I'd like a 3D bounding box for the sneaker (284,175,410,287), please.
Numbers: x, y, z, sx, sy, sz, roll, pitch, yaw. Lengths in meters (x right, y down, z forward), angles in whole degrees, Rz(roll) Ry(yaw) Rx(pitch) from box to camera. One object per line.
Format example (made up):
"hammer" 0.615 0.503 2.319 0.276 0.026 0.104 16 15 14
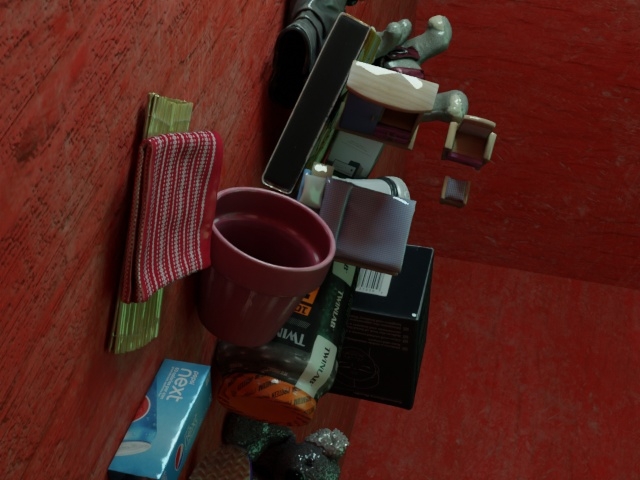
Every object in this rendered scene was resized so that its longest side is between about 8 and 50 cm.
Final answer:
"sneaker" 0.000 0.000 2.096 0.366 0.210 0.137 -51 -136 35

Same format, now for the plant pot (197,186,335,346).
"plant pot" -0.097 0.050 1.581 0.201 0.201 0.180 -65 177 -59

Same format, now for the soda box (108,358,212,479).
"soda box" -0.210 0.256 1.425 0.210 0.071 0.067 -68 164 -51

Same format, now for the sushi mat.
"sushi mat" -0.209 -0.021 1.317 0.151 0.019 0.317 -12 112 -81

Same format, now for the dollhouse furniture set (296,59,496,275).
"dollhouse furniture set" 0.113 -0.078 1.671 0.198 0.286 0.303 108 -3 -78

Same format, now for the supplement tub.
"supplement tub" -0.055 0.128 1.804 0.207 0.207 0.338 80 21 -63

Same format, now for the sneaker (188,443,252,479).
"sneaker" -0.179 0.476 1.778 0.146 0.102 0.293 32 73 -84

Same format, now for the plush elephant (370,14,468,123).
"plush elephant" 0.117 -0.380 2.260 0.255 0.330 0.272 40 44 -53

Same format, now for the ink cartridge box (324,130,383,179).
"ink cartridge box" 0.081 -0.197 2.119 0.160 0.092 0.219 -60 177 -40

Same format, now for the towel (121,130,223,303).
"towel" -0.178 -0.036 1.333 0.275 0.031 0.199 -35 133 -77

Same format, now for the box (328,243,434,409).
"box" 0.100 0.190 2.517 0.395 0.293 0.212 88 15 -51

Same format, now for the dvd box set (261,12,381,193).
"dvd box set" 0.011 -0.245 1.915 0.308 0.062 0.420 -64 178 9

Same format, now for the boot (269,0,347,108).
"boot" -0.012 -0.405 1.813 0.223 0.118 0.338 -66 162 -47

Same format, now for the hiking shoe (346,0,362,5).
"hiking shoe" 0.085 -0.492 1.983 0.304 0.113 0.132 -121 -146 -53

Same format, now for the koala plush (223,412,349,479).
"koala plush" -0.063 0.418 1.996 0.203 0.221 0.196 5 94 -81
